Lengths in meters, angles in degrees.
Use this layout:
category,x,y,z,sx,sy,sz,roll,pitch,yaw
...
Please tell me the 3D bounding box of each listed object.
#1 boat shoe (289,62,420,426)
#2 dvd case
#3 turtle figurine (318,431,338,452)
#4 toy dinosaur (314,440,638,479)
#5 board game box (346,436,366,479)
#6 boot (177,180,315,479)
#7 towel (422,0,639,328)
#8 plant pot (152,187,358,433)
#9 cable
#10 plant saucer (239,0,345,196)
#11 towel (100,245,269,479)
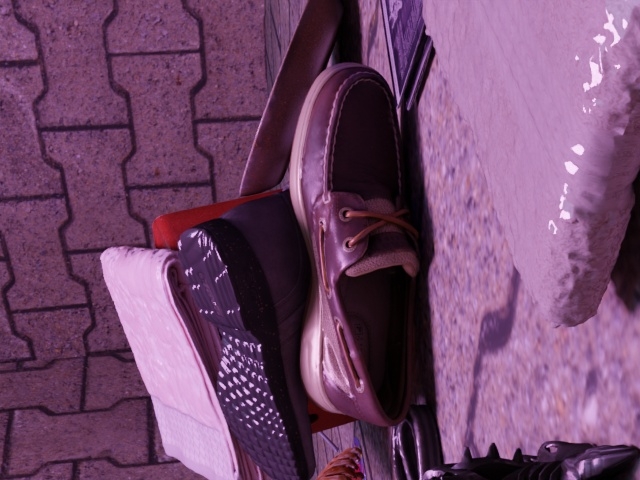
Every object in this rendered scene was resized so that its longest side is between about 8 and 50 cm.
category,x,y,z,sx,sy,sz,roll,pitch,yaw
boat shoe,0.049,0.006,0.877,0.123,0.123,0.342,12,101,58
dvd case,0.077,-0.233,0.777,0.221,0.018,0.164,104,161,-68
turtle figurine,-0.031,0.248,1.783,0.266,0.275,0.198,-72,-36,-46
toy dinosaur,0.040,0.174,0.471,0.322,0.218,0.164,-104,10,-57
board game box,0.048,0.392,1.452,0.133,0.033,0.168,-146,51,-83
boot,-0.003,0.087,0.994,0.118,0.223,0.338,20,130,42
towel,0.105,-0.116,0.471,0.187,0.049,0.282,89,173,-47
plant pot,-0.051,0.113,1.227,0.267,0.267,0.236,91,159,-43
cable,0.085,0.291,0.838,0.139,0.072,0.287,135,131,-75
plant saucer,-0.032,-0.195,1.242,0.310,0.050,0.310,-158,90,-87
towel,-0.187,0.158,1.202,0.332,0.053,0.317,1,111,64
